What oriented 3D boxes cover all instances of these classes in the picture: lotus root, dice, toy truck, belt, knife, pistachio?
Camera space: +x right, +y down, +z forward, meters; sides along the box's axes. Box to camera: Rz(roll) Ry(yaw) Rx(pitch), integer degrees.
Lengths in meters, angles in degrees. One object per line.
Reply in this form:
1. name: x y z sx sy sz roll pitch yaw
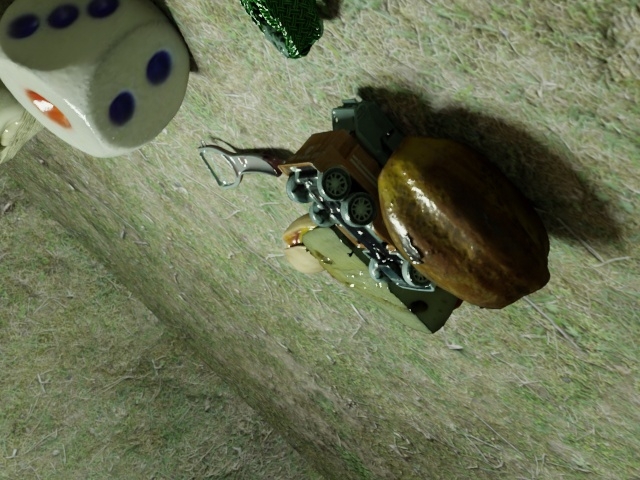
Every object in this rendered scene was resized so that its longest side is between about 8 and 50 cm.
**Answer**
1. lotus root: 0.201 -0.028 1.520 0.291 0.193 0.193 43 160 -11
2. dice: -0.415 -0.325 1.881 0.259 0.251 0.243 27 159 30
3. lotus root: 0.109 0.028 1.858 0.267 0.149 0.260 46 168 -12
4. toy truck: 0.112 -0.058 1.638 0.338 0.184 0.133 44 163 -21
5. belt: -0.053 -0.339 1.480 0.151 0.079 0.121 52 169 -3
6. knife: -0.149 -0.159 2.059 0.278 0.053 0.123 5 137 56
7. pistachio: 0.000 0.000 2.066 0.145 0.117 0.200 5 162 -22

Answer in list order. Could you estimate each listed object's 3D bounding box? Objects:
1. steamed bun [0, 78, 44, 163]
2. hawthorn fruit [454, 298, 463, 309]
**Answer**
1. steamed bun: -0.732 -0.334 2.284 0.255 0.368 0.342 40 127 -6
2. hawthorn fruit: 0.227 0.097 1.923 0.081 0.081 0.093 39 174 0
